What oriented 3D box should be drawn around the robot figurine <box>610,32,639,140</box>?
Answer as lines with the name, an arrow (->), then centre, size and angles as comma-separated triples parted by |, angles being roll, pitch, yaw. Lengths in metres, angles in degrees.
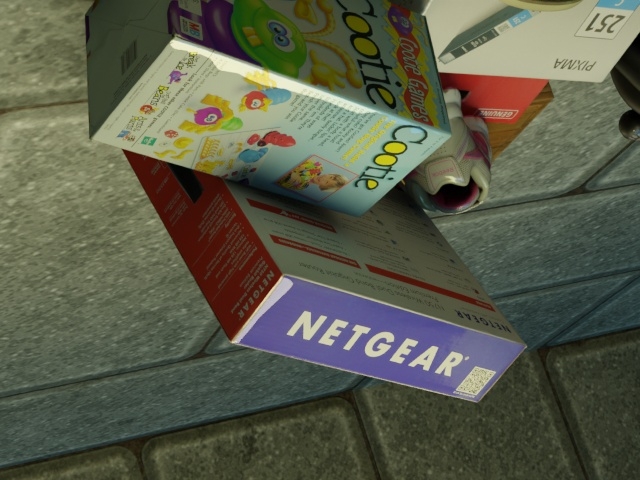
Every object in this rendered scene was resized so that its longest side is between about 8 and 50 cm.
robot figurine -> 0.432, -0.211, 1.533 | 0.278, 0.173, 0.209 | 0, 172, -44

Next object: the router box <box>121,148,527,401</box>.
router box -> 0.000, 0.000, 1.325 | 0.335, 0.301, 0.082 | 19, 118, -42

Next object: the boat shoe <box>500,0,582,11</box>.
boat shoe -> 0.262, -0.288, 1.254 | 0.302, 0.113, 0.103 | -18, 164, -37

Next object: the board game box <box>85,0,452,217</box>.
board game box -> -0.046, -0.144, 1.181 | 0.275, 0.142, 0.144 | 16, 140, -32

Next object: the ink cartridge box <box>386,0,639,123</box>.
ink cartridge box -> 0.172, -0.192, 1.389 | 0.296, 0.066, 0.261 | -1, 141, -35

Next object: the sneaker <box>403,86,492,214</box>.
sneaker -> 0.132, -0.076, 1.466 | 0.103, 0.111, 0.252 | -17, 167, 15

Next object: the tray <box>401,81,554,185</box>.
tray -> 0.042, -0.119, 1.576 | 0.411, 0.076, 0.203 | -11, 161, -25
